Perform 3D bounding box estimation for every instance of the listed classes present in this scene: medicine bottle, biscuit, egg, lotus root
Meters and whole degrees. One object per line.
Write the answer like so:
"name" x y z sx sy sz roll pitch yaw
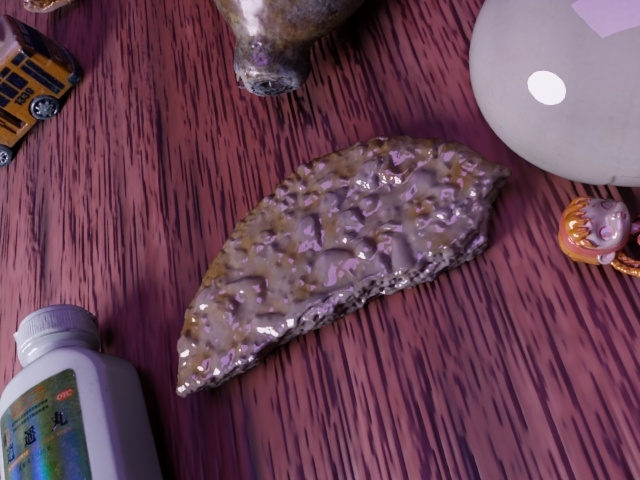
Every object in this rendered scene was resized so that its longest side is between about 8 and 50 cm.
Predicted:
"medicine bottle" -0.193 0.158 0.516 0.121 0.083 0.229 -36 53 15
"biscuit" 0.001 0.001 0.499 0.289 0.038 0.141 -30 55 14
"egg" 0.188 -0.103 0.364 0.209 0.151 0.151 10 73 27
"lotus root" -0.009 -0.295 0.565 0.175 0.175 0.350 4 73 33

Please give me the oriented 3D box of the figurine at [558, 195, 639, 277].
"figurine" 0.196 -0.003 0.380 0.109 0.047 0.064 1 61 22

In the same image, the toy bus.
"toy bus" -0.384 -0.174 0.774 0.182 0.103 0.091 -42 54 7

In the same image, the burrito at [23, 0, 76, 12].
"burrito" -0.385 -0.438 0.902 0.143 0.105 0.299 -39 55 15
